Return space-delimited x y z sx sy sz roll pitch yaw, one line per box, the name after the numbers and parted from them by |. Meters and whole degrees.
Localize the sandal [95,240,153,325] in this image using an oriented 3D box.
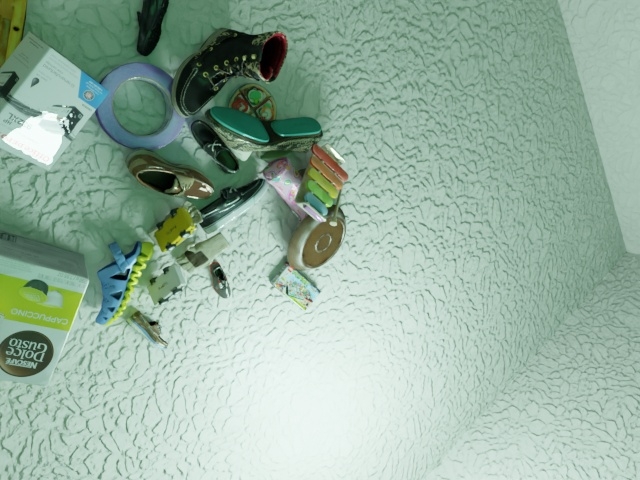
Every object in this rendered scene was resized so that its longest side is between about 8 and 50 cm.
-0.694 0.131 1.683 0.138 0.126 0.317 26 79 -28 | sandal

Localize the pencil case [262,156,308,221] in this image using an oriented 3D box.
-0.102 -0.190 1.918 0.124 0.124 0.284 -48 130 -12 | pencil case

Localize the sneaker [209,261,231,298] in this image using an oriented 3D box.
-0.380 0.159 1.891 0.061 0.065 0.158 -29 113 -21 | sneaker

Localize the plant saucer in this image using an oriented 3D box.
0.000 0.000 2.005 0.310 0.050 0.311 -30 139 -30 | plant saucer

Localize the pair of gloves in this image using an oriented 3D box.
-0.469 -0.006 1.785 0.204 0.042 0.240 -37 113 11 | pair of gloves

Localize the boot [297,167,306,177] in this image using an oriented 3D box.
-0.048 -0.265 1.972 0.118 0.087 0.042 -43 119 -15 | boot

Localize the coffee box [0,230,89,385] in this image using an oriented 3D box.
-0.908 0.179 1.435 0.337 0.338 0.334 22 90 -31 | coffee box

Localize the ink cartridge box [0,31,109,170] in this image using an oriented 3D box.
-0.804 -0.388 1.417 0.307 0.129 0.223 -53 155 -1 | ink cartridge box

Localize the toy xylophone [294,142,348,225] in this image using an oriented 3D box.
0.018 -0.201 1.880 0.236 0.081 0.323 31 57 -36 | toy xylophone

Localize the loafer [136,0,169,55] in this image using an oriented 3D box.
-0.555 -0.712 1.603 0.078 0.076 0.223 20 99 4 | loafer

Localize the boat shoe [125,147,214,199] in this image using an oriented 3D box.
-0.501 -0.196 1.679 0.324 0.116 0.123 18 122 -43 | boat shoe

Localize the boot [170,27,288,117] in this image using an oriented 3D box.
-0.293 -0.551 1.615 0.377 0.284 0.138 -61 145 -25 | boot

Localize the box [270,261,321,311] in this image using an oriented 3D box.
-0.102 0.195 2.074 0.207 0.036 0.114 44 78 -29 | box

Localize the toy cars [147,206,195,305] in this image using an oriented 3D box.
-0.503 0.058 1.721 0.087 0.176 0.394 -11 120 -53 | toy cars

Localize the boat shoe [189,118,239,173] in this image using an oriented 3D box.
-0.374 -0.337 1.778 0.084 0.079 0.233 -44 117 -13 | boat shoe

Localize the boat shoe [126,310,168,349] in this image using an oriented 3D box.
-0.611 0.325 1.796 0.066 0.066 0.183 -48 119 -14 | boat shoe

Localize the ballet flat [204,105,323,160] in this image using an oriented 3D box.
-0.209 -0.368 1.808 0.482 0.164 0.182 -5 144 -38 | ballet flat

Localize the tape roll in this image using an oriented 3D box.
-0.589 -0.436 1.627 0.274 0.090 0.275 -6 103 -28 | tape roll

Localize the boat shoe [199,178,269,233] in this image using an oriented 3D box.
-0.329 -0.152 1.834 0.301 0.108 0.102 -37 118 -10 | boat shoe

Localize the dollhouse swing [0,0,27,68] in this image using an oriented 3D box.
-0.961 -0.577 1.260 0.346 0.305 0.315 9 96 -32 | dollhouse swing

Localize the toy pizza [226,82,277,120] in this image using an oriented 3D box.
-0.249 -0.482 1.842 0.201 0.032 0.201 -7 104 -28 | toy pizza
